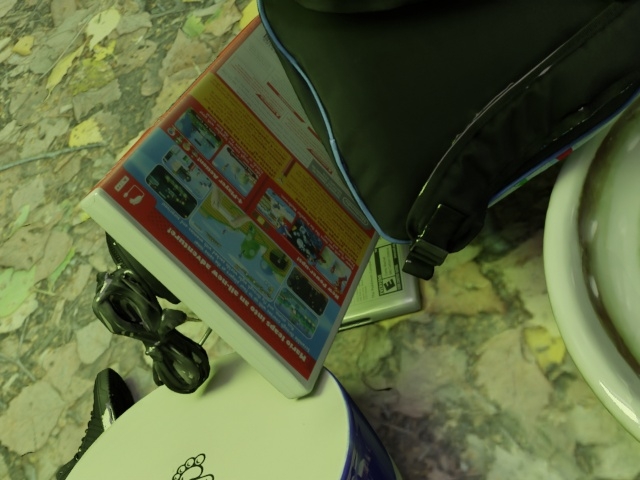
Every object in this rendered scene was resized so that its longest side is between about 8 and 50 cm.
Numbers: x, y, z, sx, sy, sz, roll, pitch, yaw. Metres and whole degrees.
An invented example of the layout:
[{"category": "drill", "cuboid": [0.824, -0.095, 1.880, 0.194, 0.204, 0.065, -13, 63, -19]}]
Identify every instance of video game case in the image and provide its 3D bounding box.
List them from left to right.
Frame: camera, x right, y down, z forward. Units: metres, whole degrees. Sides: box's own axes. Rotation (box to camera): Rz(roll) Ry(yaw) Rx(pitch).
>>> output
[{"category": "video game case", "cuboid": [-0.035, -0.045, 0.622, 0.025, 0.204, 0.285, -30, 22, 39]}, {"category": "video game case", "cuboid": [0.000, 0.000, 0.774, 0.183, 0.023, 0.201, -16, 55, 18]}]

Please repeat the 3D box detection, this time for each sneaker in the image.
[{"category": "sneaker", "cuboid": [-0.217, 0.210, 0.739, 0.089, 0.051, 0.170, -28, 55, 4]}]

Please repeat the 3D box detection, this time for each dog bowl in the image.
[{"category": "dog bowl", "cuboid": [-0.073, 0.208, 0.569, 0.264, 0.104, 0.265, -22, 30, 13]}]

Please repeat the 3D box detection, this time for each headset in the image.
[{"category": "headset", "cuboid": [-0.111, -0.040, 0.721, 0.243, 0.185, 0.394, -20, 42, 20]}]

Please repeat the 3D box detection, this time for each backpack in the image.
[{"category": "backpack", "cuboid": [0.108, -0.157, 0.594, 0.263, 0.277, 0.213, -26, 22, 7]}]

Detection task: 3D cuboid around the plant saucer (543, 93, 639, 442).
[{"category": "plant saucer", "cuboid": [0.362, 0.009, 0.524, 0.400, 0.100, 0.401, -13, 56, 21]}]
